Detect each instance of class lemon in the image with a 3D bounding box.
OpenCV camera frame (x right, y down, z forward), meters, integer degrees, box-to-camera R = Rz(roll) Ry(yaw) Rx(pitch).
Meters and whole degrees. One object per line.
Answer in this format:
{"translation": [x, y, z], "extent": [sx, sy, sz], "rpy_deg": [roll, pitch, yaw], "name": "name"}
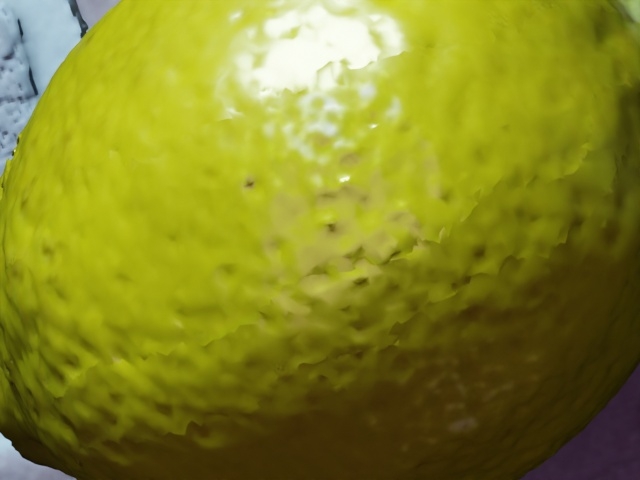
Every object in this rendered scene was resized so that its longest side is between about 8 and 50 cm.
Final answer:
{"translation": [0.000, 0.000, 0.737], "extent": [0.319, 0.245, 0.245], "rpy_deg": [-31, 93, 21], "name": "lemon"}
